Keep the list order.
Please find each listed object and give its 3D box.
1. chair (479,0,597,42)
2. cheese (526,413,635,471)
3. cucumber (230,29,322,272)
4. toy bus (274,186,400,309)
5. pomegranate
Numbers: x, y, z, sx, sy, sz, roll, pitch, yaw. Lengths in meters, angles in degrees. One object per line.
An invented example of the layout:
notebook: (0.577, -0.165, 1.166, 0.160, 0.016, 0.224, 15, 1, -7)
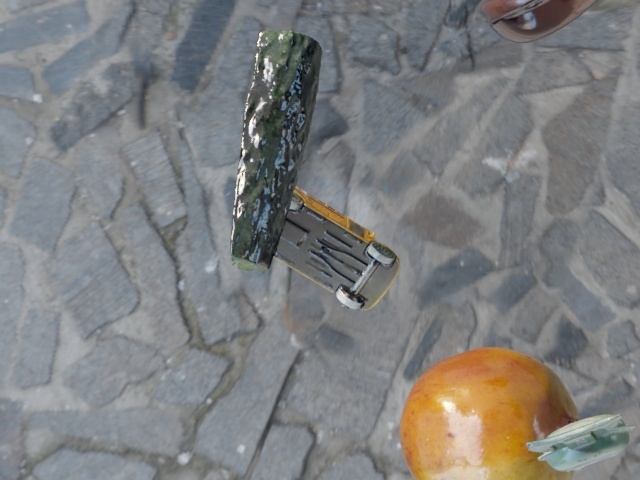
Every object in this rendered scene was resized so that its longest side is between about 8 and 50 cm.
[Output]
chair: (0.242, -0.448, 1.318, 0.226, 0.226, 0.401, -32, 101, 12)
cheese: (0.169, 0.129, 0.658, 0.067, 0.120, 0.026, -23, 69, 12)
cucumber: (-0.038, -0.075, 0.899, 0.062, 0.078, 0.211, 5, 74, 1)
toy bus: (0.000, 0.000, 1.037, 0.162, 0.074, 0.069, 31, 110, -9)
pomegranate: (0.249, 0.278, 1.450, 0.264, 0.264, 0.264, 1, 101, 7)
